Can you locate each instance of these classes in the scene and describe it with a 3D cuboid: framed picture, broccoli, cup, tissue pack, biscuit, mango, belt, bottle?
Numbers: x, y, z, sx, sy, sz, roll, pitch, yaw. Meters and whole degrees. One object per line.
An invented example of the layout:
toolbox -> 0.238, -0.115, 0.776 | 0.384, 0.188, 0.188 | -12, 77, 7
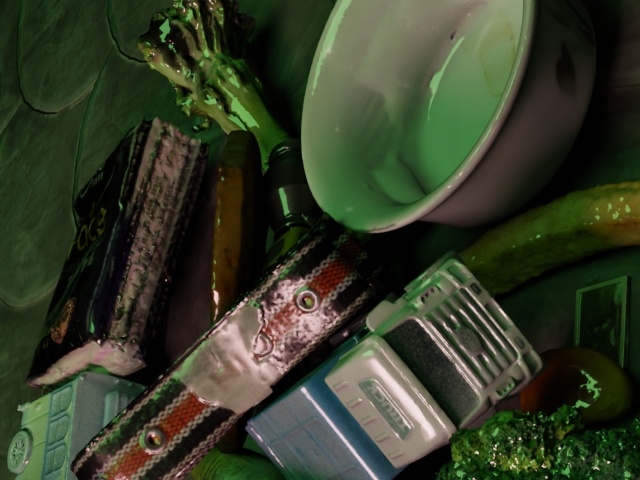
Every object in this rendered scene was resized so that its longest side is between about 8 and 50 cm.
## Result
framed picture -> 0.256, 0.080, 1.579 | 0.066, 0.006, 0.089 | -20, 57, 51
broccoli -> -0.103, -0.181, 2.141 | 0.145, 0.165, 0.304 | -33, 54, 0
cup -> 0.146, -0.153, 1.716 | 0.347, 0.163, 0.347 | -31, 51, 46
tissue pack -> -0.267, 0.026, 2.214 | 0.245, 0.123, 0.332 | -30, 40, 54
broccoli -> 0.185, 0.241, 1.416 | 0.294, 0.265, 0.245 | -34, 14, 7
biscuit -> -0.088, 0.056, 1.897 | 0.359, 0.046, 0.359 | 3, -90, -89
mango -> 0.227, 0.134, 1.542 | 0.114, 0.060, 0.080 | 4, 83, 51
belt -> -0.092, 0.128, 1.667 | 0.359, 0.094, 0.126 | -45, 0, 4
bottle -> -0.099, 0.267, 1.937 | 0.269, 0.083, 0.083 | 18, 89, 61

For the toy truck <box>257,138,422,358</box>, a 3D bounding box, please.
toy truck -> 0.000, 0.000, 1.819 | 0.147, 0.165, 0.224 | -42, 21, 36

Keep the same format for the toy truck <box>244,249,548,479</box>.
toy truck -> 0.061, 0.142, 1.601 | 0.175, 0.146, 0.367 | -40, -2, -25

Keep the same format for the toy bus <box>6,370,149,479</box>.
toy bus -> -0.285, 0.337, 2.108 | 0.190, 0.152, 0.312 | -28, 51, 47

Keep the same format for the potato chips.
potato chips -> 0.222, 0.005, 1.619 | 0.407, 0.057, 0.080 | -22, 51, 49
